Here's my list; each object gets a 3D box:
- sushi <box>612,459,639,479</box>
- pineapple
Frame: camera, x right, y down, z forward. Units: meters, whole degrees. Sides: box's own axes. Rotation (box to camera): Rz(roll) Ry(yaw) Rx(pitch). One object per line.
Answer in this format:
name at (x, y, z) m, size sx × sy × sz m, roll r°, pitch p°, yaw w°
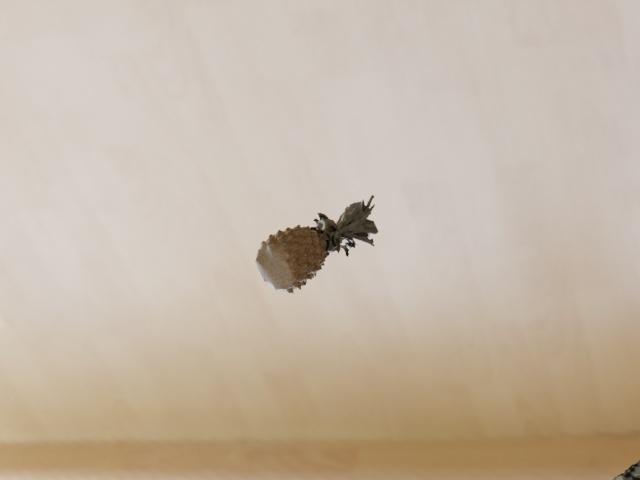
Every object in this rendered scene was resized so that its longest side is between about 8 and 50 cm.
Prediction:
sushi at (0.419, 0.259, 1.284) m, size 0.294 × 0.059 × 0.292 m, roll 49°, pitch 115°, yaw 8°
pineapple at (0.000, 0.000, 1.365) m, size 0.058 × 0.124 × 0.058 m, roll 26°, pitch 130°, yaw 35°
